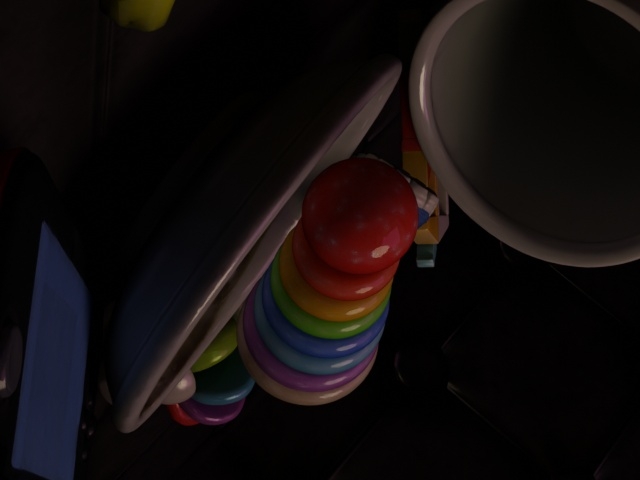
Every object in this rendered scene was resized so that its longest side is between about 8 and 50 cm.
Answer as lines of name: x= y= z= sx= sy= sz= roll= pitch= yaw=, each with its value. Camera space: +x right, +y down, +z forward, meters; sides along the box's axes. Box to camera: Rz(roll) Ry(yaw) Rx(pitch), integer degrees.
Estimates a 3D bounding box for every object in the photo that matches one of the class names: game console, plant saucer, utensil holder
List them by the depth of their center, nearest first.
game console: x=-0.191 y=0.149 z=0.713 sx=0.386 sy=0.060 sz=0.342 roll=102 pitch=-13 yaw=-74
plant saucer: x=-0.083 y=-0.019 z=0.977 sx=0.400 sy=0.100 sz=0.400 roll=-54 pitch=179 yaw=-1
utensil holder: x=0.330 y=-0.208 z=1.236 sx=0.385 sy=0.327 sz=0.327 roll=-44 pitch=169 yaw=-42

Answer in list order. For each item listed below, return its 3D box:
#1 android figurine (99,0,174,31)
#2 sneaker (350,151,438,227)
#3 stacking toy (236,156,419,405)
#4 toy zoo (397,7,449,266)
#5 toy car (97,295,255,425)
android figurine: x=-0.035 y=-0.234 z=0.568 sx=0.248 sy=0.056 sz=0.273 roll=-41 pitch=168 yaw=-43
sneaker: x=0.000 y=0.000 z=1.238 sx=0.147 sy=0.130 sz=0.330 roll=-59 pitch=-167 yaw=-15
stacking toy: x=0.012 y=0.035 z=0.952 sx=0.141 sy=0.141 sz=0.330 roll=-46 pitch=172 yaw=-23
toy zoo: x=0.125 y=-0.115 z=1.328 sx=0.192 sy=0.030 sz=0.293 roll=-7 pitch=95 yaw=-76
toy car: x=-0.140 y=0.142 z=1.221 sx=0.182 sy=0.136 sz=0.159 roll=-17 pitch=-161 yaw=48
